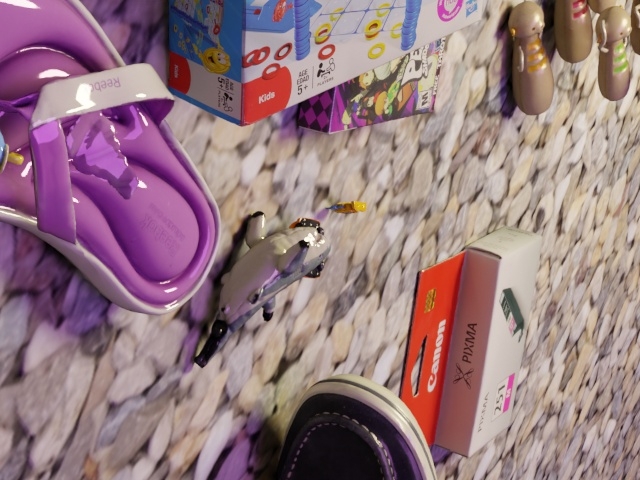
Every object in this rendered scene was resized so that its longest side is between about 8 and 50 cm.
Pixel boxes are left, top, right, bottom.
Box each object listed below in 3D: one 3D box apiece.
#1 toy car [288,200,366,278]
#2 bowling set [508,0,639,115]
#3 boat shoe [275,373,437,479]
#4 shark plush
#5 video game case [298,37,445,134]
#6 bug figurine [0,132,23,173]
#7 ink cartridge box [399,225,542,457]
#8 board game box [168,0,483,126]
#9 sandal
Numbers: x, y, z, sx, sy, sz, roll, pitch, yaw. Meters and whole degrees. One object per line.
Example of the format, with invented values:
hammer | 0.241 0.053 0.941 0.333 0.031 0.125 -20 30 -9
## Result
toy car | 0.000 0.000 1.401 0.122 0.040 0.060 -21 102 -54
bowling set | 0.364 -0.271 1.755 0.287 0.200 0.154 -56 147 -36
boat shoe | 0.001 0.372 1.473 0.156 0.187 0.500 -33 139 -58
shark plush | -0.051 0.052 1.305 0.161 0.073 0.067 -60 144 -16
video game case | 0.063 -0.227 1.387 0.210 0.042 0.232 -17 120 -56
bug figurine | -0.231 -0.153 0.793 0.216 0.072 0.279 8 103 -42
ink cartridge box | 0.182 0.139 1.798 0.239 0.060 0.275 -24 126 -57
board game box | 0.019 -0.283 1.150 0.308 0.086 0.302 -29 135 -39
sandal | -0.155 -0.064 1.016 0.416 0.102 0.169 42 67 -59
